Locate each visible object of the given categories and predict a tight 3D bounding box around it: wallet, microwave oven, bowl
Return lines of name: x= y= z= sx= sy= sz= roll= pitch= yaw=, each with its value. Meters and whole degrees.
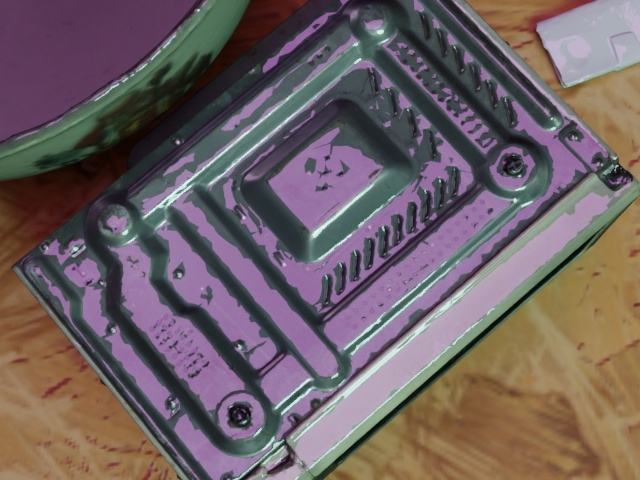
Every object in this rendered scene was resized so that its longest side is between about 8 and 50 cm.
wallet: x=0.167 y=-0.119 z=0.663 sx=0.083 sy=0.011 sz=0.044 roll=-22 pitch=77 yaw=-2
microwave oven: x=0.000 y=0.000 z=0.581 sx=0.240 sy=0.145 sz=0.194 roll=-40 pitch=81 yaw=-5
bowl: x=-0.152 y=-0.151 z=0.602 sx=0.337 sy=0.157 sz=0.337 roll=-6 pitch=66 yaw=13
